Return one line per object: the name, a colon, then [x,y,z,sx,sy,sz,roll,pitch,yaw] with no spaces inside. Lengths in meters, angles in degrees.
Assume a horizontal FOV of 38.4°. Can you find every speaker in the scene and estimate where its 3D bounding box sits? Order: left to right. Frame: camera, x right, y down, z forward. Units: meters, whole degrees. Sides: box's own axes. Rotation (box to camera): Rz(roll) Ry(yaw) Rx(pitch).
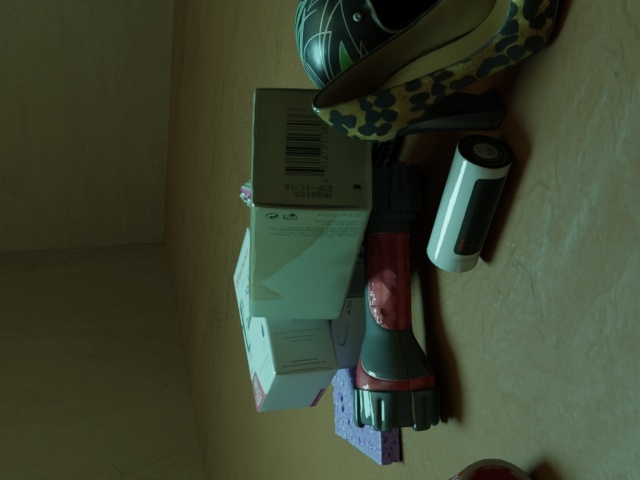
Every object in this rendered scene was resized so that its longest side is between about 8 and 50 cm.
speaker: [0.144,-0.034,0.901,0.055,0.055,0.136,-110,23,-45]

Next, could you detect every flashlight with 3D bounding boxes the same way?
flashlight: [0.085,0.063,1.064,0.103,0.103,0.304,-1,89,29]

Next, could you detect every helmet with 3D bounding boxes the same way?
helmet: [0.052,-0.223,0.987,0.169,0.161,0.170,176,90,-74]

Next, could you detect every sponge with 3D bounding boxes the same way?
sponge: [0.060,0.235,1.298,0.210,0.031,0.117,180,86,-74]

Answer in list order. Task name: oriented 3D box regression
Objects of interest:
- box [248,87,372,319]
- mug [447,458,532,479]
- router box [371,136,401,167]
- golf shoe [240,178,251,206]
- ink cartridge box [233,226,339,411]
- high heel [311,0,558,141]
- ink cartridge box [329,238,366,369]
box: [-0.020,-0.028,1.049,0.311,0.121,0.148,100,170,-63]
mug: [0.151,0.299,0.890,0.150,0.113,0.169,56,148,21]
router box: [0.066,-0.154,1.178,0.092,0.038,0.123,107,154,-50]
golf shoe: [-0.049,-0.088,1.516,0.140,0.115,0.306,-52,2,-1]
ink cartridge box: [-0.053,0.106,1.262,0.159,0.092,0.218,114,150,-58]
high heel: [0.098,-0.190,0.788,0.261,0.186,0.093,102,157,-44]
ink cartridge box: [0.024,0.067,1.296,0.191,0.082,0.140,-115,26,-48]
